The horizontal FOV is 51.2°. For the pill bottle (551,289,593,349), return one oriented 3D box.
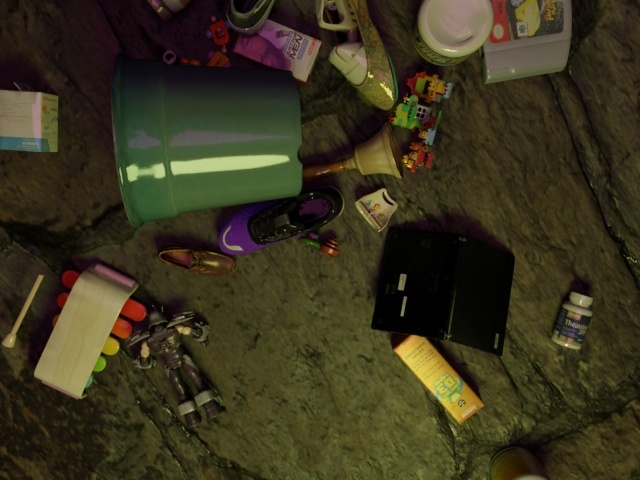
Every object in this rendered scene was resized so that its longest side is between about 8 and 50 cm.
[{"bbox_3d":[0.563,0.175,1.482,0.067,0.067,0.120,16,97,-1],"label":"pill bottle"}]

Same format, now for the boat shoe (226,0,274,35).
[{"bbox_3d":[-0.112,-0.569,1.352,0.108,0.102,0.301,25,82,-1],"label":"boat shoe"}]

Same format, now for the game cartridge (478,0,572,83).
[{"bbox_3d":[0.423,-0.493,1.407,0.196,0.060,0.294,-10,97,-2],"label":"game cartridge"}]

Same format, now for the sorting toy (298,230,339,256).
[{"bbox_3d":[0.000,0.000,1.471,0.102,0.061,0.042,27,82,-30],"label":"sorting toy"}]

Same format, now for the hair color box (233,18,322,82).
[{"bbox_3d":[-0.090,-0.409,1.422,0.167,0.053,0.093,22,97,-1],"label":"hair color box"}]

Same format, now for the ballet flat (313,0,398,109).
[{"bbox_3d":[0.057,-0.429,1.380,0.123,0.123,0.348,-16,93,3],"label":"ballet flat"}]

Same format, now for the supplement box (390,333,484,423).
[{"bbox_3d":[0.262,0.296,1.497,0.078,0.080,0.233,-42,96,6],"label":"supplement box"}]

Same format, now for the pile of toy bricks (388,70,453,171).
[{"bbox_3d":[0.195,-0.255,1.402,0.105,0.118,0.212,14,97,-8],"label":"pile of toy bricks"}]

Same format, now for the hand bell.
[{"bbox_3d":[0.046,-0.161,1.441,0.242,0.126,0.126,-15,97,15],"label":"hand bell"}]

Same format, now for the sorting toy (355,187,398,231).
[{"bbox_3d":[0.128,-0.074,1.471,0.075,0.045,0.083,-39,95,-2],"label":"sorting toy"}]

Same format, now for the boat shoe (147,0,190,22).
[{"bbox_3d":[-0.375,-0.607,1.377,0.103,0.113,0.302,-36,106,4],"label":"boat shoe"}]

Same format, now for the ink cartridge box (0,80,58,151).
[{"bbox_3d":[-0.622,-0.263,1.427,0.090,0.092,0.143,4,98,0],"label":"ink cartridge box"}]

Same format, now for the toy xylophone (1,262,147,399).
[{"bbox_3d":[-0.552,0.194,1.490,0.236,0.081,0.322,35,96,-4],"label":"toy xylophone"}]

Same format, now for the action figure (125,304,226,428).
[{"bbox_3d":[-0.320,0.275,1.496,0.186,0.099,0.284,-24,93,11],"label":"action figure"}]

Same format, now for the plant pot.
[{"bbox_3d":[-0.213,-0.204,1.330,0.335,0.341,0.340,-4,97,-8],"label":"plant pot"}]

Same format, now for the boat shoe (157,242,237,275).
[{"bbox_3d":[-0.274,0.046,1.479,0.178,0.060,0.064,10,97,-1],"label":"boat shoe"}]

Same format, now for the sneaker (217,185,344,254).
[{"bbox_3d":[-0.090,-0.046,1.421,0.294,0.146,0.102,-22,97,3],"label":"sneaker"}]

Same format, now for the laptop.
[{"bbox_3d":[0.272,0.111,1.466,0.265,0.136,0.234,5,74,23],"label":"laptop"}]

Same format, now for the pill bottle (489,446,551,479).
[{"bbox_3d":[0.449,0.547,1.460,0.118,0.208,0.117,0,97,0],"label":"pill bottle"}]

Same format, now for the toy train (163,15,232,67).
[{"bbox_3d":[-0.247,-0.395,1.433,0.166,0.046,0.125,-27,78,10],"label":"toy train"}]

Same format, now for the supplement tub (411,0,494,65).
[{"bbox_3d":[0.259,-0.430,1.339,0.145,0.199,0.144,0,97,3],"label":"supplement tub"}]
